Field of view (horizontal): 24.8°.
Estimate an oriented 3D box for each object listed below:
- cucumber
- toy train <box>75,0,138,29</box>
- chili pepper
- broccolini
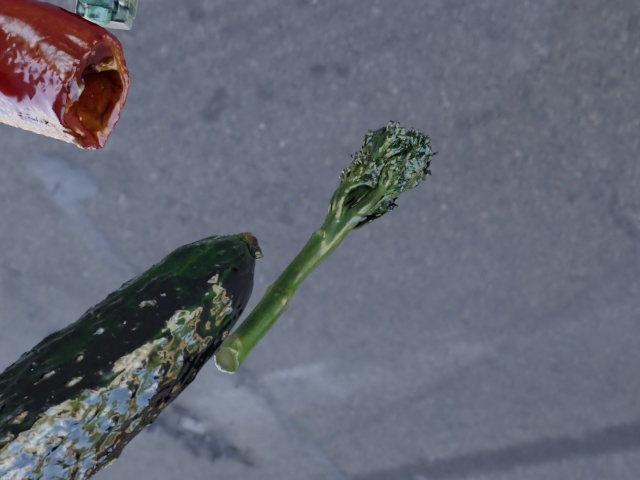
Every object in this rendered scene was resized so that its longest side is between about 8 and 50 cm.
[{"bbox_3d":[-0.128,0.087,0.622,0.067,0.293,0.067,42,155,25],"label":"cucumber"},{"bbox_3d":[-0.225,-0.327,1.579,0.081,0.194,0.125,10,179,-1],"label":"toy train"},{"bbox_3d":[-0.364,-0.198,1.490,0.338,0.131,0.134,16,173,18],"label":"chili pepper"},{"bbox_3d":[0.000,0.000,0.951,0.051,0.239,0.054,29,142,18],"label":"broccolini"}]
